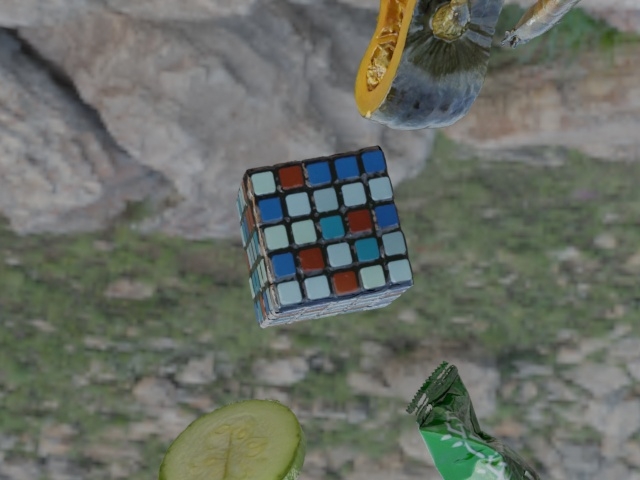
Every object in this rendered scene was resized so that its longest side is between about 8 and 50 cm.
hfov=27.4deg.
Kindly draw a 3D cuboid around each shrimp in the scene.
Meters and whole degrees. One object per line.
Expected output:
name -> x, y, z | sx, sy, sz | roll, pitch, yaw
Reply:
shrimp -> 0.420, -0.391, 2.202 | 0.198, 0.051, 0.262 | -20, 172, -28

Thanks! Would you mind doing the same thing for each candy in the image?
candy -> 0.164, 0.229, 1.359 | 0.078, 0.203, 0.141 | -38, -177, 14

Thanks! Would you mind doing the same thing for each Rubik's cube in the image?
Rubik's cube -> 0.000, 0.000, 1.654 | 0.184, 0.182, 0.187 | -10, 171, -8

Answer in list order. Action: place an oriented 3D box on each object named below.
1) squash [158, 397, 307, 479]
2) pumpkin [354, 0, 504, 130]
squash -> -0.122, 0.309, 1.835 | 0.219, 0.219, 0.041 | -7, 127, 31
pumpkin -> 0.165, -0.308, 1.894 | 0.139, 0.317, 0.222 | 19, 178, -25
